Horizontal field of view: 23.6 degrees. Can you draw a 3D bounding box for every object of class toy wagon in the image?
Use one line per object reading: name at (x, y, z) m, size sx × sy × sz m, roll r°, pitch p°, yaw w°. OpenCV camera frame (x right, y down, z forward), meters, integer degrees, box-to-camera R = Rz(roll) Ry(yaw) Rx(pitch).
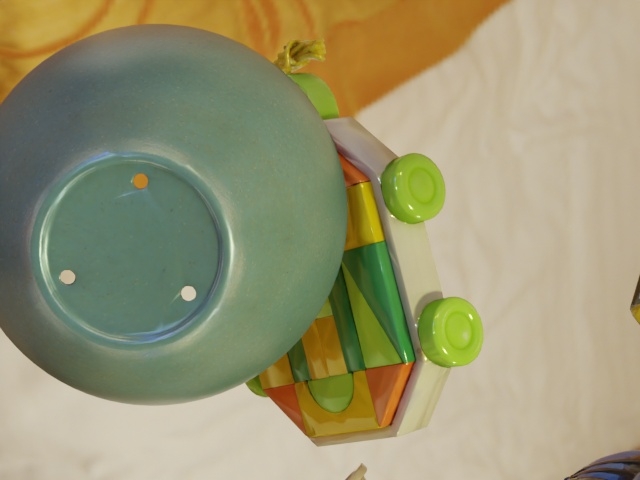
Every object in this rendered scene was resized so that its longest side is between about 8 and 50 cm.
toy wagon at (0.000, 0.000, 1.302) m, size 0.068 × 0.267 × 0.344 m, roll -13°, pitch 88°, yaw -40°

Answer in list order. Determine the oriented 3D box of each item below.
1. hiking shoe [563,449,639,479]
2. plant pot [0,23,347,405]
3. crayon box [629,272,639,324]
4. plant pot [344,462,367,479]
hiking shoe at (0.252, 0.261, 1.393) m, size 0.304 × 0.132 × 0.113 m, roll -8°, pitch 86°, yaw -35°
plant pot at (-0.124, -0.008, 1.086) m, size 0.195 × 0.290 × 0.290 m, roll -92°, pitch -169°, yaw -82°
crayon box at (0.477, 0.076, 1.161) m, size 0.313 × 0.363 × 0.106 m, roll 49°, pitch 39°, yaw -17°
plant pot at (0.053, 0.501, 1.902) m, size 0.334 × 0.305 × 0.334 m, roll -48°, pitch 174°, yaw -7°
